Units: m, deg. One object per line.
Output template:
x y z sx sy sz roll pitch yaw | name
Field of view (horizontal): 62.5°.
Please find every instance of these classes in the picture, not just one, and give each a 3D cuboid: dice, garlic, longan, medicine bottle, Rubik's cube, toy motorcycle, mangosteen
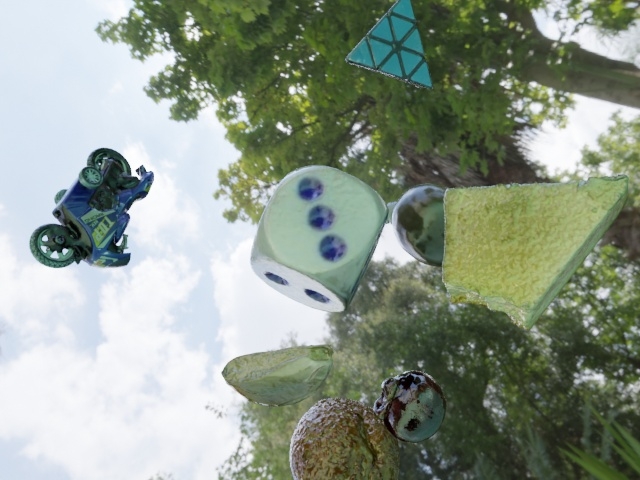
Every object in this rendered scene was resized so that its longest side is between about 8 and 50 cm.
0.000 0.000 1.238 0.243 0.251 0.259 87 -153 -66 | dice
-0.062 0.233 0.910 0.196 0.087 0.101 -12 -43 15 | garlic
0.319 -0.044 1.488 0.248 0.248 0.248 -14 -57 -23 | longan
0.260 -0.094 1.800 0.130 0.080 0.080 -8 -51 18 | medicine bottle
0.147 -0.461 1.184 0.211 0.190 0.178 12 -74 -25 | Rubik's cube
-0.415 -0.051 1.010 0.113 0.315 0.169 -28 -56 36 | toy motorcycle
0.187 0.348 1.121 0.153 0.152 0.152 -14 -57 -23 | mangosteen

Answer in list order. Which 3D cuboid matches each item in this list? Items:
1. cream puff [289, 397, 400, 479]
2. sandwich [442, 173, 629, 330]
0.074 0.517 1.271 0.303 0.303 0.212 19 -44 -37 | cream puff
0.234 0.016 0.583 0.058 0.193 0.162 28 -117 -58 | sandwich
